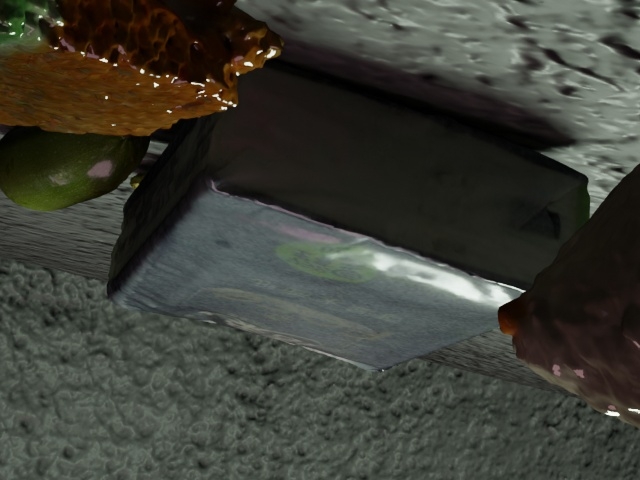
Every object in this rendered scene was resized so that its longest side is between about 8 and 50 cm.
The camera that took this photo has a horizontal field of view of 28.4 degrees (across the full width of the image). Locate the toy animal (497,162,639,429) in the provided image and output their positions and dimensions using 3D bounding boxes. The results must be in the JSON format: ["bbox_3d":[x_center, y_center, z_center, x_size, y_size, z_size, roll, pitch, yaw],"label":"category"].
[{"bbox_3d":[0.259,0.006,0.570,0.358,0.188,0.226,-16,-177,6],"label":"toy animal"}]

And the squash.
[{"bbox_3d":[-0.248,-0.071,1.161,0.094,0.095,0.341,17,170,-29],"label":"squash"}]

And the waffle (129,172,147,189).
[{"bbox_3d":[-0.076,-0.031,1.326,0.237,0.059,0.243,9,169,37],"label":"waffle"}]

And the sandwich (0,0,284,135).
[{"bbox_3d":[-0.147,-0.120,0.664,0.212,0.109,0.292,21,167,-41],"label":"sandwich"}]

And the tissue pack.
[{"bbox_3d":[0.000,0.000,1.035,0.287,0.124,0.394,18,162,-15],"label":"tissue pack"}]
